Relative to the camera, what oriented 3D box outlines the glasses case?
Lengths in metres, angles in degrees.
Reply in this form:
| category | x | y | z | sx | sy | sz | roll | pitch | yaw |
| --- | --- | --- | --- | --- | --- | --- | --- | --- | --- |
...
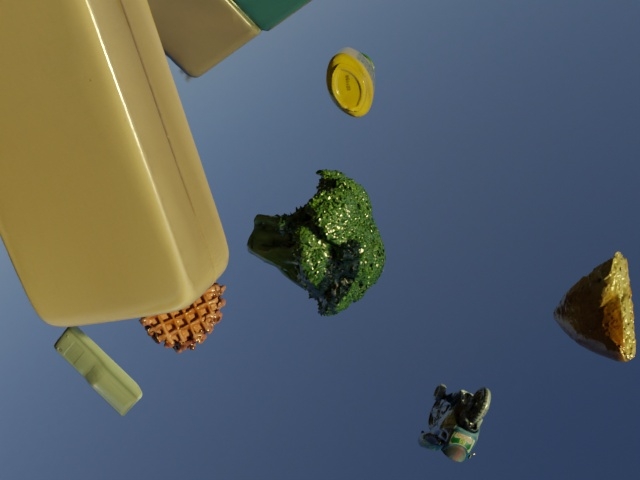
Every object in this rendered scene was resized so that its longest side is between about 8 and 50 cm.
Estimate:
| category | x | y | z | sx | sy | sz | roll | pitch | yaw |
| --- | --- | --- | --- | --- | --- | --- | --- | --- | --- |
| glasses case | -0.180 | -0.107 | 0.515 | 0.144 | 0.336 | 0.076 | -9 | -161 | 20 |

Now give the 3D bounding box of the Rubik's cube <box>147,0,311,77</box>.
| category | x | y | z | sx | sy | sz | roll | pitch | yaw |
| --- | --- | --- | --- | --- | --- | --- | --- | --- | --- |
| Rubik's cube | -0.112 | -0.463 | 0.826 | 0.344 | 0.346 | 0.347 | -28 | -141 | 29 |

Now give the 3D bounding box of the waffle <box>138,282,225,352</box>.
| category | x | y | z | sx | sy | sz | roll | pitch | yaw |
| --- | --- | --- | --- | --- | --- | --- | --- | --- | --- |
| waffle | -0.128 | 0.061 | 0.696 | 0.029 | 0.075 | 0.083 | 102 | 12 | -68 |

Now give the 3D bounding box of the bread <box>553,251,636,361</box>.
| category | x | y | z | sx | sy | sz | roll | pitch | yaw |
| --- | --- | --- | --- | --- | --- | --- | --- | --- | --- |
| bread | 0.388 | 0.102 | 1.090 | 0.136 | 0.054 | 0.154 | -28 | -129 | 61 |

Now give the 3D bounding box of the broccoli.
| category | x | y | z | sx | sy | sz | roll | pitch | yaw |
| --- | --- | --- | --- | --- | --- | --- | --- | --- | --- |
| broccoli | 0.000 | 0.000 | 1.532 | 0.275 | 0.308 | 0.308 | 11 | -136 | 16 |

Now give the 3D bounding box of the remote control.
| category | x | y | z | sx | sy | sz | roll | pitch | yaw |
| --- | --- | --- | --- | --- | --- | --- | --- | --- | --- |
| remote control | -0.356 | 0.207 | 1.196 | 0.061 | 0.162 | 0.029 | -47 | 180 | 25 |

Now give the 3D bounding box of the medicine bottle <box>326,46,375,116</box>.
| category | x | y | z | sx | sy | sz | roll | pitch | yaw |
| --- | --- | --- | --- | --- | --- | --- | --- | --- | --- |
| medicine bottle | 0.063 | -0.301 | 1.370 | 0.076 | 0.111 | 0.309 | -16 | -163 | 13 |

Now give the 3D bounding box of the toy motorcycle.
| category | x | y | z | sx | sy | sz | roll | pitch | yaw |
| --- | --- | --- | --- | --- | --- | --- | --- | --- | --- |
| toy motorcycle | 0.246 | 0.346 | 1.405 | 0.136 | 0.092 | 0.254 | -66 | -174 | -20 |
